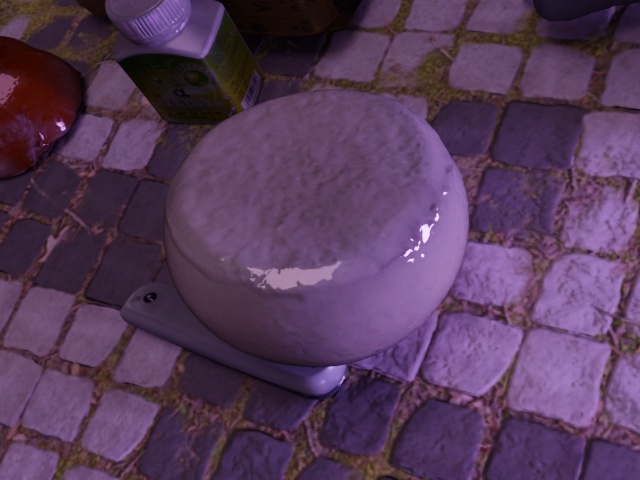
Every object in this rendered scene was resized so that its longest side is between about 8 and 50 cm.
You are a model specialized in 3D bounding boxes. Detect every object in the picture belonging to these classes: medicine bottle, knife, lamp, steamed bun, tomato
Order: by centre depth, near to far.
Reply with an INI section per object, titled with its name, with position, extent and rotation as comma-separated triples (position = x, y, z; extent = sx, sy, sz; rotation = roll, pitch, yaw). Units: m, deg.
[steamed bun]
position = 0.000, 0.000, 0.799
extent = 0.283, 0.177, 0.283
rotation = -7, 45, 7
[knife]
position = -0.090, 0.094, 0.875
extent = 0.265, 0.040, 0.073
rotation = 14, 56, 28
[medicine bottle]
position = -0.165, -0.225, 0.999
extent = 0.132, 0.188, 0.088
rotation = 4, 63, 25
[lamp]
position = -0.047, -0.326, 1.035
extent = 0.185, 0.161, 0.161
rotation = 7, 64, 28
[tomato]
position = -0.441, -0.189, 1.142
extent = 0.228, 0.112, 0.199
rotation = 7, 66, 29

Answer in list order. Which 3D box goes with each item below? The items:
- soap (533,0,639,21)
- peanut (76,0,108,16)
[soap]
position = 0.276, -0.467, 0.885
extent = 0.213, 0.350, 0.435
rotation = -11, 59, 7
[peanut]
position = -0.256, -0.351, 1.170
extent = 0.214, 0.099, 0.099
rotation = 14, 67, 33
